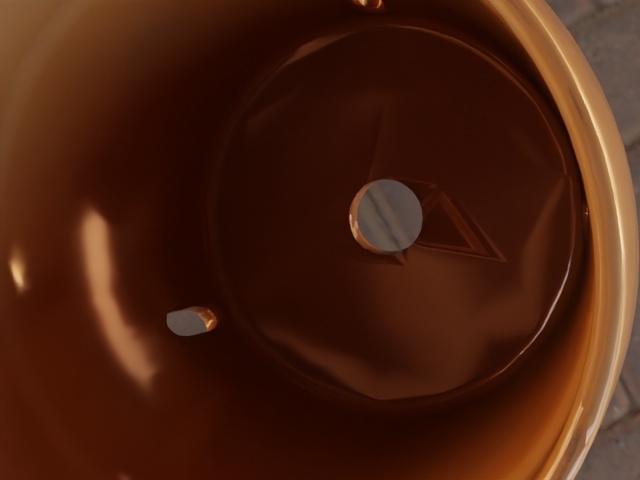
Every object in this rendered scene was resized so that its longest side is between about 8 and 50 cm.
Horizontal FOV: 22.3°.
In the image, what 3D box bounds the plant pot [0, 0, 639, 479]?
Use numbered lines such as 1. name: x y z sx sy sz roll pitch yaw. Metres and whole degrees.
1. plant pot: 0.000 0.000 0.676 0.291 0.203 0.291 2 96 21
